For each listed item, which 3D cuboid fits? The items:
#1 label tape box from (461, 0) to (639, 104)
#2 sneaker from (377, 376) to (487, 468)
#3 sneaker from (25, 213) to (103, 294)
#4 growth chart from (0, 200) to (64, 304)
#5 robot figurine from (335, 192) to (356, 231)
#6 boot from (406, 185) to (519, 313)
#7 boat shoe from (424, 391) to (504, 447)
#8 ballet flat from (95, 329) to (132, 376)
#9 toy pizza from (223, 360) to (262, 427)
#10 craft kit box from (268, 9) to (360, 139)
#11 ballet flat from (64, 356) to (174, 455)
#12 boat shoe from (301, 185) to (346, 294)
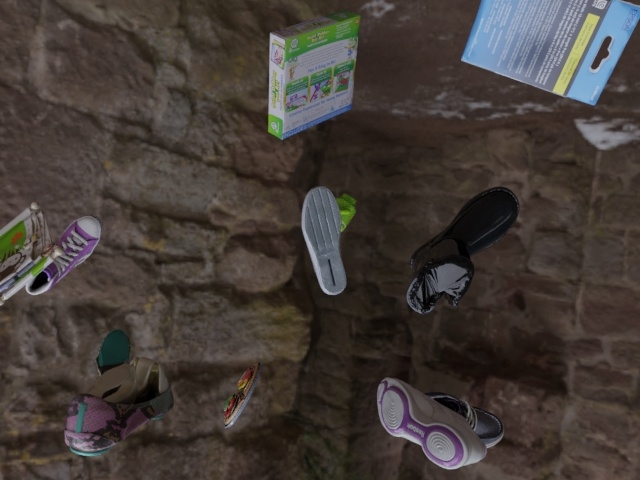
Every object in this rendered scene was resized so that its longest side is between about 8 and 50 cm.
[{"bbox_3d":[0.553,-0.511,1.572,0.348,0.249,0.115,22,-144,9],"label":"label tape box"},{"bbox_3d":[0.251,0.426,1.507,0.152,0.114,0.305,14,-166,-41],"label":"sneaker"},{"bbox_3d":[-0.739,0.049,1.872,0.102,0.282,0.161,40,-179,-15],"label":"sneaker"},{"bbox_3d":[-0.556,0.023,1.183,0.237,0.172,0.021,42,174,48],"label":"growth chart"},{"bbox_3d":[0.050,-0.068,1.738,0.067,0.115,0.101,32,163,5],"label":"robot figurine"},{"bbox_3d":[0.257,0.018,1.137,0.094,0.246,0.207,49,-164,-8],"label":"boot"},{"bbox_3d":[0.380,0.490,1.759,0.341,0.127,0.158,8,148,-18],"label":"boat shoe"},{"bbox_3d":[-0.502,0.328,1.582,0.091,0.077,0.241,-2,-139,-14],"label":"ballet flat"},{"bbox_3d":[-0.221,0.419,1.780,0.032,0.201,0.201,30,176,-7],"label":"toy pizza"},{"bbox_3d":[-0.015,-0.391,1.521,0.061,0.246,0.250,35,-133,29],"label":"craft kit box"},{"bbox_3d":[-0.224,0.181,0.759,0.077,0.079,0.221,10,-179,9],"label":"ballet flat"},{"bbox_3d":[0.000,0.000,1.340,0.083,0.226,0.076,-7,-172,-14],"label":"boat shoe"}]
